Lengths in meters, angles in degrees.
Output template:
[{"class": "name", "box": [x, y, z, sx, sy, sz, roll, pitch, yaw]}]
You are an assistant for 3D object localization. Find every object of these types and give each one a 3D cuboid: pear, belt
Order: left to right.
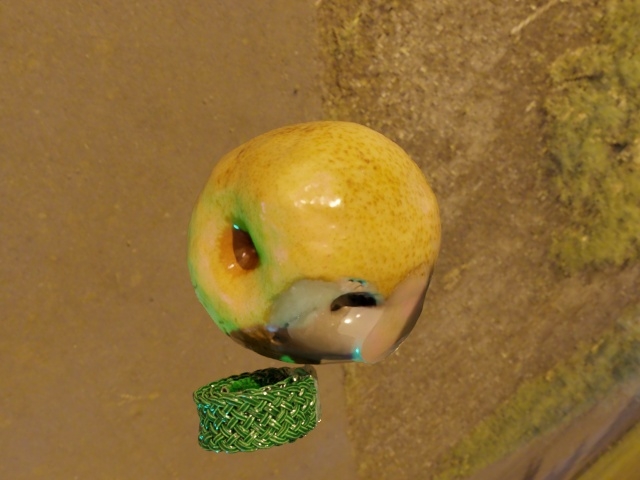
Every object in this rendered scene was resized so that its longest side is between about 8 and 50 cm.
[{"class": "belt", "box": [-0.059, 0.179, 0.823, 0.121, 0.079, 0.151, -7, -178, 26]}, {"class": "pear", "box": [0.000, 0.000, 0.843, 0.271, 0.271, 0.271, -30, 148, -21]}]
